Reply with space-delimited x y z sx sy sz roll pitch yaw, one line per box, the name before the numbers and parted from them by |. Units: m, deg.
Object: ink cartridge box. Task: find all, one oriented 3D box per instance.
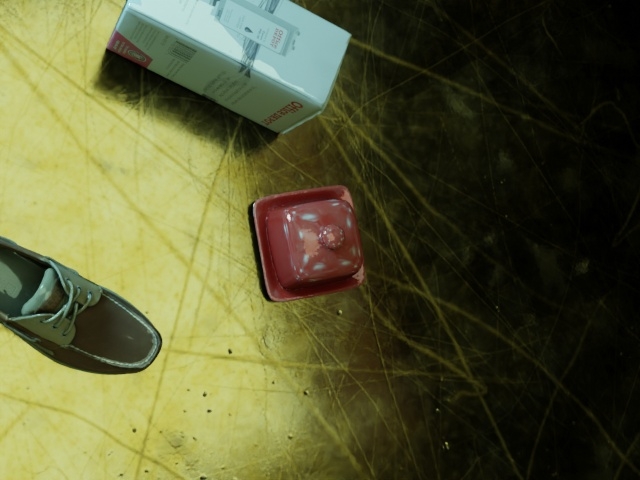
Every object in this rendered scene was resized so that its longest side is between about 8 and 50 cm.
ink cartridge box | -0.129 -0.270 1.260 0.283 0.207 0.117 25 79 -17

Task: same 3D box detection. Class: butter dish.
butter dish | 0.000 0.000 1.329 0.160 0.118 0.159 -10 89 -21

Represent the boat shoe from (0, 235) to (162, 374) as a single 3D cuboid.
boat shoe | -0.353 0.084 1.190 0.324 0.116 0.123 27 76 -16
